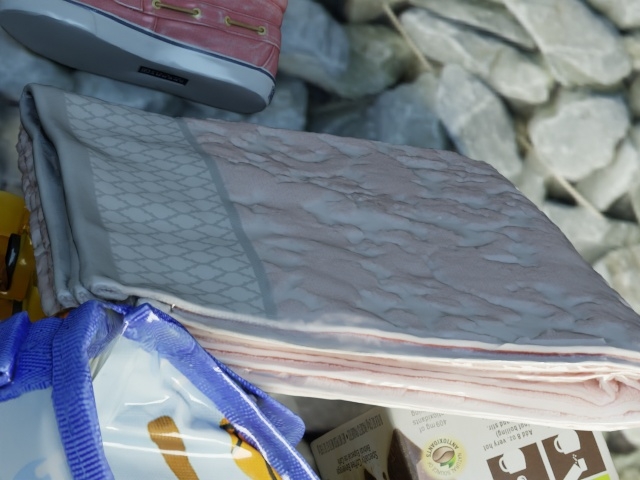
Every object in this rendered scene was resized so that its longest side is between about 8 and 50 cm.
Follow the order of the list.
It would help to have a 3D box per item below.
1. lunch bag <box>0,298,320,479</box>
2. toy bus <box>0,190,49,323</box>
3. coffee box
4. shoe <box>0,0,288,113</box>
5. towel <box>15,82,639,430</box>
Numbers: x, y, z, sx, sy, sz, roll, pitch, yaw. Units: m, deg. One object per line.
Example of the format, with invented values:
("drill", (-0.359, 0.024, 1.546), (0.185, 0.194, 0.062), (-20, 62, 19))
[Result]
("lunch bag", (-0.130, 0.227, 0.860), (0.385, 0.328, 0.239), (59, 25, -20))
("toy bus", (-0.192, 0.090, 1.039), (0.149, 0.220, 0.211), (11, 108, -14))
("coffee box", (0.113, 0.225, 1.077), (0.119, 0.168, 0.297), (-17, 81, -19))
("shoe", (-0.106, -0.142, 1.168), (0.178, 0.063, 0.081), (17, 71, -16))
("towel", (0.000, 0.000, 1.028), (0.317, 0.332, 0.053), (8, 109, -16))
